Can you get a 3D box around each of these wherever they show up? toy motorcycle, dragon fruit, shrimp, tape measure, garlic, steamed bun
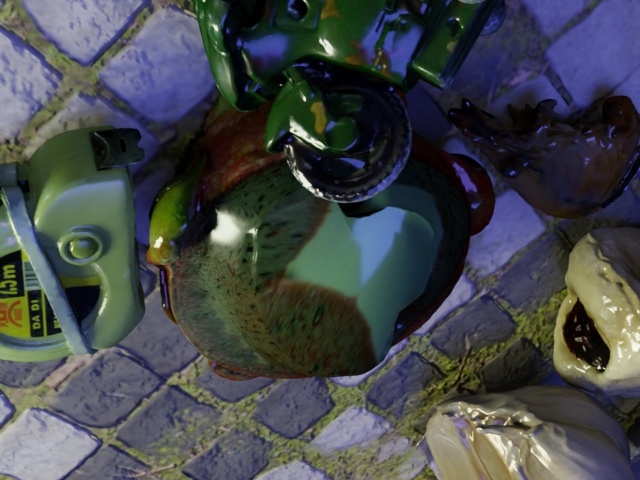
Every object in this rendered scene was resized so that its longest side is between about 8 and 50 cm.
[{"bbox_3d":[0.023,-0.173,0.535,0.274,0.187,0.125,-58,167,4],"label":"toy motorcycle"},{"bbox_3d":[0.000,0.000,0.666,0.268,0.130,0.295,4,123,-19],"label":"dragon fruit"},{"bbox_3d":[0.181,-0.091,0.710,0.262,0.066,0.117,25,98,-49],"label":"shrimp"},{"bbox_3d":[-0.193,0.014,0.615,0.154,0.087,0.177,-10,130,-15],"label":"tape measure"},{"bbox_3d":[0.212,0.201,0.854,0.143,0.229,0.178,-37,112,-24],"label":"garlic"},{"bbox_3d":[0.295,0.085,0.840,0.172,0.140,0.155,3,133,-29],"label":"steamed bun"}]

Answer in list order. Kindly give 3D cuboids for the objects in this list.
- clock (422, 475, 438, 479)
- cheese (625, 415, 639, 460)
[{"bbox_3d":[0.219,0.449,0.950,0.342,0.326,0.184,31,107,-36],"label":"clock"},{"bbox_3d":[0.363,0.171,0.887,0.085,0.034,0.400,-24,156,-3],"label":"cheese"}]
